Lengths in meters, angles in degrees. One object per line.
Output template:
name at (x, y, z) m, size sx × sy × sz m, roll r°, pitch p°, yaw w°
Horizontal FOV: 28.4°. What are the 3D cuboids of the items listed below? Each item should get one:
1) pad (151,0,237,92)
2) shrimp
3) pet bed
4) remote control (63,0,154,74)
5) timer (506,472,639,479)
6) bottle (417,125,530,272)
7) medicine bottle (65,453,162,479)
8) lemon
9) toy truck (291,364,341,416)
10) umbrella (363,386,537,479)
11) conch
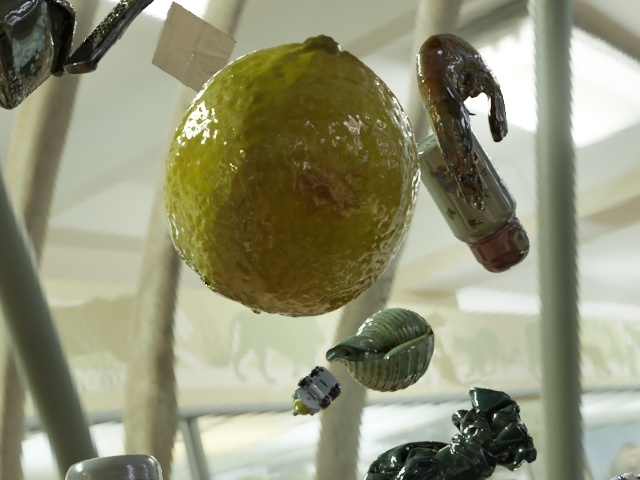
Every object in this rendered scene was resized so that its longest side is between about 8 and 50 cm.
pad at (-0.264, -0.386, 2.590) m, size 0.156 × 0.004 × 0.232 m, roll 32°, pitch -32°, yaw -2°
shrimp at (0.195, -0.156, 1.643) m, size 0.143 × 0.251 × 0.052 m, roll 2°, pitch -16°, yaw -34°
pet bed at (-0.471, -0.319, 1.801) m, size 0.159 × 0.211 × 0.183 m, roll -50°, pitch -24°, yaw -31°
remote control at (-0.277, -0.299, 1.733) m, size 0.059 × 0.212 × 0.028 m, roll -5°, pitch -49°, yaw 43°
timer at (0.358, 0.416, 1.699) m, size 0.383 × 0.270 × 0.270 m, roll -16°, pitch -14°, yaw -12°
bottle at (0.234, -0.059, 1.919) m, size 0.110 × 0.233 × 0.110 m, roll -31°, pitch 9°, yaw 6°
medicine bottle at (-0.276, 0.412, 1.740) m, size 0.135 × 0.215 × 0.135 m, roll -8°, pitch -18°, yaw -3°
lemon at (-0.028, -0.054, 1.219) m, size 0.267 × 0.267 × 0.267 m, roll -14°, pitch -15°, yaw -4°
toy truck at (-0.017, 0.299, 2.439) m, size 0.077 × 0.076 × 0.111 m, roll -48°, pitch -6°, yaw 40°
umbrella at (0.160, 0.355, 1.887) m, size 0.349 × 0.143 × 0.094 m, roll -33°, pitch -55°, yaw 3°
conch at (0.096, 0.155, 1.704) m, size 0.153 × 0.102 × 0.135 m, roll -35°, pitch 18°, yaw -28°
